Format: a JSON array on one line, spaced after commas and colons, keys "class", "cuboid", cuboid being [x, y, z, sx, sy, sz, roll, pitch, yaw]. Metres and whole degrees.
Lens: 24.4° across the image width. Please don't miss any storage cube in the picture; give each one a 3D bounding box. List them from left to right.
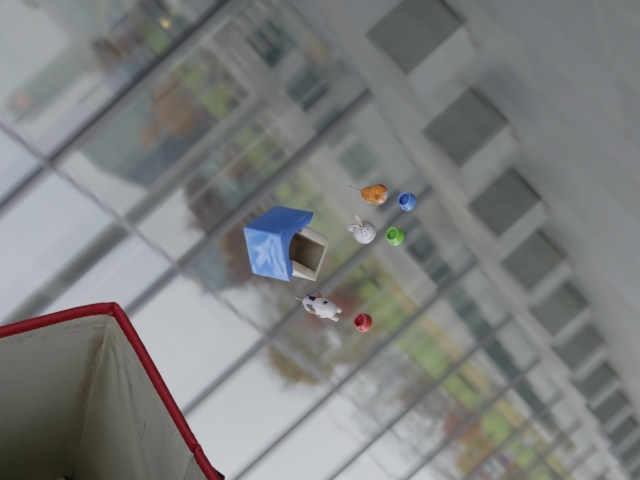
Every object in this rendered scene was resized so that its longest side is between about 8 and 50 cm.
[{"class": "storage cube", "cuboid": [-0.151, 0.174, 0.670, 0.183, 0.215, 0.193, 55, 143, 31]}]

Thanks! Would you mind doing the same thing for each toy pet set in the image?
[{"class": "toy pet set", "cuboid": [0.000, 0.000, 1.219, 0.114, 0.122, 0.065, 12, 168, 40]}]
